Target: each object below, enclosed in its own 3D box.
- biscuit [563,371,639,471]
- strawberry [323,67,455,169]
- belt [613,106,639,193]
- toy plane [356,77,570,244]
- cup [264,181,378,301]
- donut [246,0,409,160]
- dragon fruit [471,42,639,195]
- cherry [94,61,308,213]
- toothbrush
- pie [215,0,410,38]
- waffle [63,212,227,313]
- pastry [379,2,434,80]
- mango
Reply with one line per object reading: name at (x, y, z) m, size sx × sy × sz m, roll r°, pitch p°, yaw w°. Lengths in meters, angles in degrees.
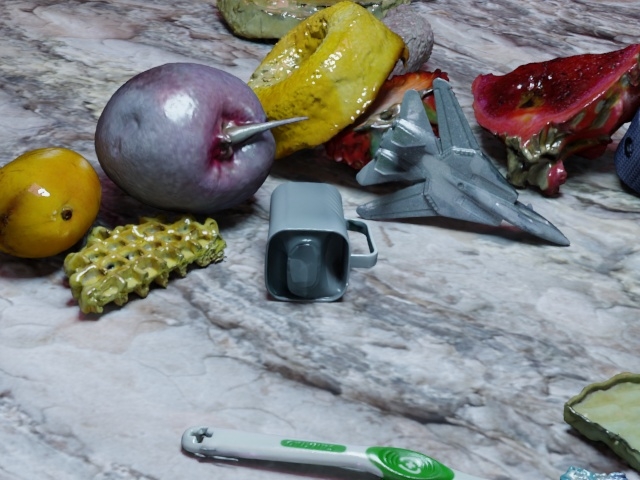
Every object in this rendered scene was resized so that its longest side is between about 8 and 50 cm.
biscuit at (0.385, 0.203, 1.133) m, size 0.187 × 0.036 × 0.273 m, roll -19°, pitch 38°, yaw -30°
strawberry at (0.101, -0.146, 1.602) m, size 0.190 × 0.111 × 0.236 m, roll -29°, pitch 16°, yaw 4°
belt at (0.506, -0.125, 1.575) m, size 0.230 × 0.126 × 0.140 m, roll -8°, pitch 62°, yaw -15°
toy plane at (0.191, -0.068, 1.471) m, size 0.267 × 0.212 × 0.088 m, roll 25°, pitch 30°, yaw -9°
cup at (0.000, 0.000, 1.371) m, size 0.128 × 0.095 × 0.129 m, roll 1°, pitch 31°, yaw -3°
donut at (-0.001, -0.210, 1.593) m, size 0.253 × 0.118 × 0.253 m, roll -35°, pitch 28°, yaw 22°
dragon fruit at (0.314, -0.146, 1.607) m, size 0.262 × 0.134 × 0.211 m, roll -3°, pitch 39°, yaw 43°
cherry at (-0.166, -0.122, 1.454) m, size 0.266 × 0.184 × 0.213 m, roll -13°, pitch -24°, yaw 42°
toothbrush at (0.072, 0.213, 1.106) m, size 0.417 × 0.040 × 0.042 m, roll 4°, pitch 34°, yaw 12°
pie at (-0.013, -0.423, 2.039) m, size 0.339 × 0.083 × 0.339 m, roll 0°, pitch 31°, yaw 0°
waffle at (-0.198, 0.021, 1.370) m, size 0.191 × 0.046 × 0.161 m, roll -6°, pitch 32°, yaw -13°
pastry at (0.098, -0.285, 1.818) m, size 0.112 × 0.103 × 0.265 m, roll 21°, pitch 39°, yaw 16°
mango at (-0.333, -0.055, 1.415) m, size 0.144 × 0.112 × 0.219 m, roll -19°, pitch 26°, yaw -4°
